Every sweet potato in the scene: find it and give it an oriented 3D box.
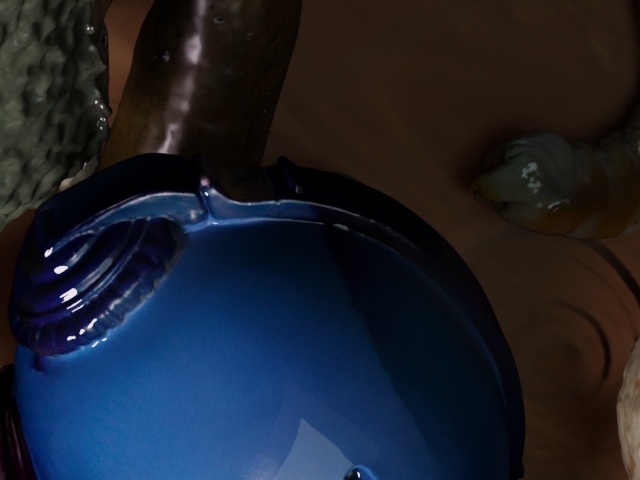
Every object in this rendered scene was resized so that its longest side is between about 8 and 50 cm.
[{"bbox_3d":[-0.074,-0.083,0.983,0.112,0.085,0.285,12,112,-10],"label":"sweet potato"}]

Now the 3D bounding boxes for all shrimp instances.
[{"bbox_3d":[0.161,-0.082,1.126,0.161,0.049,0.166,1,104,-31],"label":"shrimp"}]

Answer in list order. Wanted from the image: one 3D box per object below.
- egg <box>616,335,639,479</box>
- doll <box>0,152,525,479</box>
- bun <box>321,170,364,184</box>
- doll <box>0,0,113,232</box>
[{"bbox_3d":[0.278,0.094,1.153,0.203,0.203,0.245,9,104,-30],"label":"egg"},{"bbox_3d":[-0.062,0.097,0.893,0.310,0.240,0.284,-28,121,3],"label":"doll"},{"bbox_3d":[0.000,0.000,1.064,0.083,0.045,0.083,-7,105,-25],"label":"bun"},{"bbox_3d":[-0.180,-0.159,0.817,0.247,0.247,0.349,-19,124,-22],"label":"doll"}]
